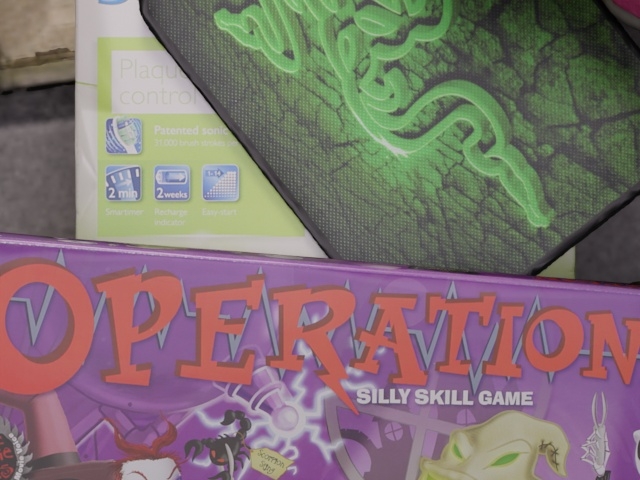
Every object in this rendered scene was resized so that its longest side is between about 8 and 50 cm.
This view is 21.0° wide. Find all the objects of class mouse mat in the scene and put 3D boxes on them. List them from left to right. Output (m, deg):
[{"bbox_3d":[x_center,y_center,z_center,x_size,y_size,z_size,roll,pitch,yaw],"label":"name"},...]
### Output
[{"bbox_3d":[0.040,-0.069,0.688,0.153,0.007,0.189,-38,91,-4],"label":"mouse mat"}]

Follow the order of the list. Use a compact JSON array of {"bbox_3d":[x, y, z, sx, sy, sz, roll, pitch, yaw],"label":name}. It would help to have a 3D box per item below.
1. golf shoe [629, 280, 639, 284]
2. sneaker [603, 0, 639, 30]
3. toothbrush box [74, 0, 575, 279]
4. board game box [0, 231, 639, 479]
[{"bbox_3d":[0.177,0.147,0.777,0.120,0.105,0.272,-10,96,-18],"label":"golf shoe"},{"bbox_3d":[0.155,-0.179,0.738,0.111,0.103,0.252,19,47,14],"label":"sneaker"},{"bbox_3d":[0.000,0.000,0.749,0.206,0.122,0.283,1,89,-3],"label":"toothbrush box"},{"bbox_3d":[0.021,0.111,0.667,0.347,0.056,0.208,4,90,-3],"label":"board game box"}]
